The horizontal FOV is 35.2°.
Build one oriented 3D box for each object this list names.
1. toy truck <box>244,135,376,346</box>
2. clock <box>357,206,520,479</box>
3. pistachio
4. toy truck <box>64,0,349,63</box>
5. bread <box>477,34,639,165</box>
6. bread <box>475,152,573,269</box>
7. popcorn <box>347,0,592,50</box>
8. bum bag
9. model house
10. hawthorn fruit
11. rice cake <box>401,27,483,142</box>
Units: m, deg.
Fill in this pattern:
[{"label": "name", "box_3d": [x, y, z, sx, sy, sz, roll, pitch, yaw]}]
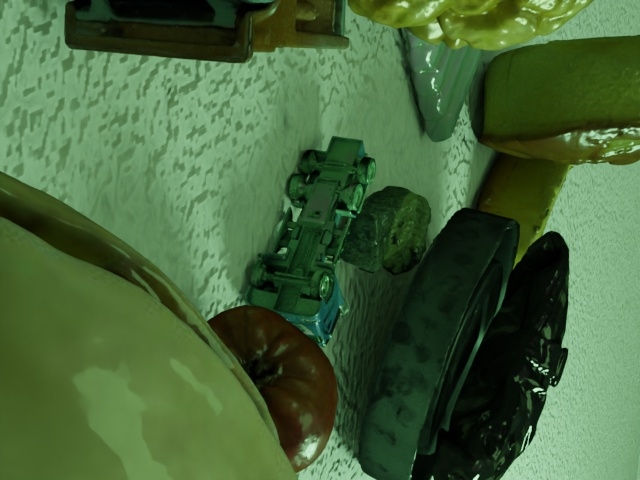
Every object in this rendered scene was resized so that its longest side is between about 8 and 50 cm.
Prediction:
[{"label": "toy truck", "box_3d": [0.000, 0.000, 0.826, 0.081, 0.067, 0.175, 70, 35, -55]}, {"label": "clock", "box_3d": [0.127, 0.115, 1.051, 0.312, 0.061, 0.312, -56, 158, -37]}, {"label": "pistachio", "box_3d": [-0.125, 0.114, 0.474, 0.193, 0.214, 0.318, -125, -163, -62]}, {"label": "toy truck", "box_3d": [-0.047, -0.252, 0.543, 0.162, 0.136, 0.305, -14, 111, -59]}, {"label": "bread", "box_3d": [0.322, -0.163, 1.204, 0.270, 0.270, 0.148, -11, 100, -63]}, {"label": "bread", "box_3d": [0.266, -0.055, 1.322, 0.102, 0.094, 0.245, 84, 29, -48]}, {"label": "popcorn", "box_3d": [0.121, -0.280, 0.806, 0.332, 0.225, 0.265, -27, 125, -48]}, {"label": "bum bag", "box_3d": [0.193, 0.142, 1.026, 0.144, 0.095, 0.340, 87, 25, -47]}, {"label": "model house", "box_3d": [0.057, -0.002, 0.931, 0.083, 0.066, 0.078, -34, 143, -56]}, {"label": "hawthorn fruit", "box_3d": [-0.055, 0.110, 0.698, 0.125, 0.140, 0.125, 2, 85, -28]}, {"label": "rice cake", "box_3d": [0.137, -0.236, 1.051, 0.198, 0.037, 0.189, -64, 151, -30]}]
